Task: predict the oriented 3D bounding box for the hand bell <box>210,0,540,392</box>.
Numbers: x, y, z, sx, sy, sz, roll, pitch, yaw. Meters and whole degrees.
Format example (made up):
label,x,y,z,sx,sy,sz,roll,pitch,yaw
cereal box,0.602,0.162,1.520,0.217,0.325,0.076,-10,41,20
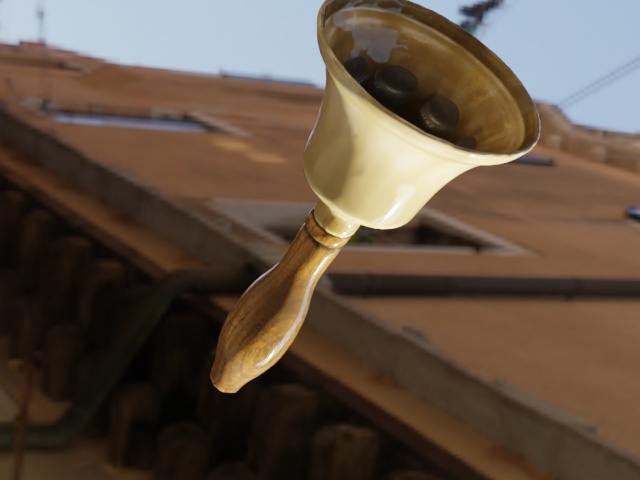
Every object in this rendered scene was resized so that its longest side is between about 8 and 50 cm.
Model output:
label,x,y,z,sx,sy,sz,roll,pitch,yaw
hand bell,0.000,0.000,0.779,0.242,0.126,0.126,-57,-138,33
